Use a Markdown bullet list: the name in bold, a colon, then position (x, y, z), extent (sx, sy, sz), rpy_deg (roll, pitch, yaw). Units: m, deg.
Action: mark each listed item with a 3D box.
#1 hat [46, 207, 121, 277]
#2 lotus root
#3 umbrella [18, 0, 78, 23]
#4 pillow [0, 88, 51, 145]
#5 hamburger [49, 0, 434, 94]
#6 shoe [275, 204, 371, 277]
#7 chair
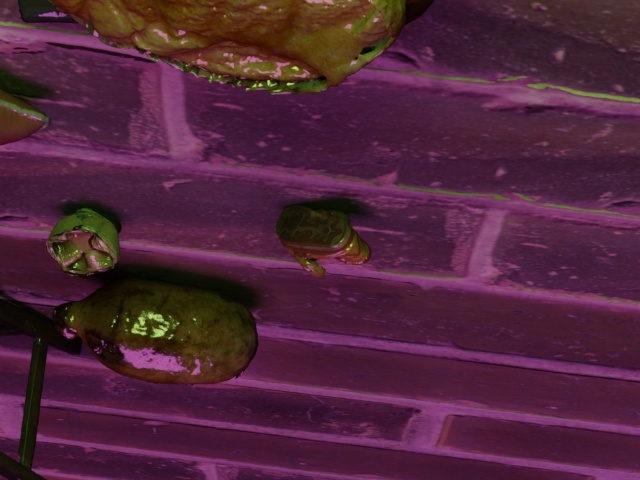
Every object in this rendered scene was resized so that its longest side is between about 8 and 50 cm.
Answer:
- **hat**: position (-0.263, -0.002, 1.860), extent (0.077, 0.059, 0.076), rpy_deg (-13, 135, 30)
- **lotus root**: position (-0.204, 0.113, 2.033), extent (0.260, 0.128, 0.145), rpy_deg (11, 168, -6)
- **umbrella**: position (-0.192, -0.199, 1.385), extent (0.133, 0.031, 0.036), rpy_deg (3, 159, 9)
- **pillow**: position (-0.375, -0.123, 1.571), extent (0.171, 0.075, 0.179), rpy_deg (-14, 151, 41)
- **hamburger**: position (-0.051, -0.211, 1.181), extent (0.285, 0.134, 0.265), rpy_deg (19, 163, -14)
- **shoe**: position (0.001, 0.003, 1.767), extent (0.109, 0.072, 0.069), rpy_deg (-10, 147, 37)
- **chair**: position (-0.518, 0.173, 2.130), extent (0.203, 0.240, 0.416), rpy_deg (-4, 157, 31)
